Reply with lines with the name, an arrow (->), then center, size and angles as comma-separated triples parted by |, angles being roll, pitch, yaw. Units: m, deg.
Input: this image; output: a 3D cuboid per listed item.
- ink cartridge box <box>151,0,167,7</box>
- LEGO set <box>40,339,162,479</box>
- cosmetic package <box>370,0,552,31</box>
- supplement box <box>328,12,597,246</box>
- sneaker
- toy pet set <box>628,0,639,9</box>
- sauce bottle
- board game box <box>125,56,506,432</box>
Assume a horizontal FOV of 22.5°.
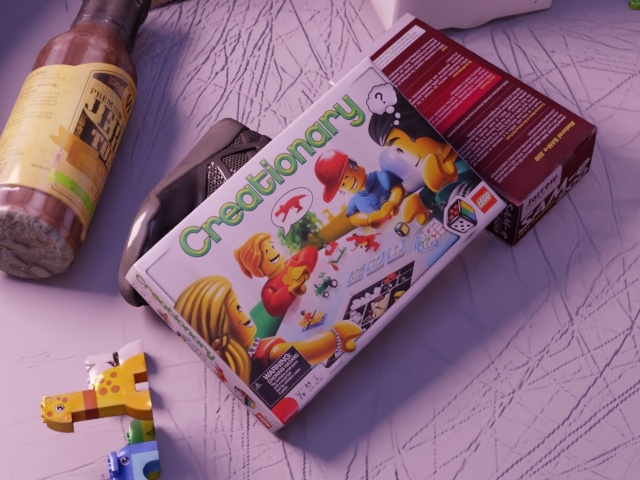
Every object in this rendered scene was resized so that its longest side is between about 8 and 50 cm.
ink cartridge box -> -0.100, -0.368, 1.705 | 0.234, 0.193, 0.088 | -17, 55, -13
LEGO set -> -0.186, 0.172, 1.372 | 0.093, 0.087, 0.227 | -8, 53, -7
cosmetic package -> 0.107, -0.409, 1.762 | 0.196, 0.155, 0.366 | -14, 54, -16
supplement box -> 0.137, -0.113, 1.594 | 0.239, 0.073, 0.130 | 35, 61, 24
sneaker -> -0.091, -0.016, 1.511 | 0.130, 0.087, 0.227 | 21, 51, 22
toy pet set -> 0.328, -0.317, 1.751 | 0.122, 0.065, 0.114 | 8, 54, 5
sauce bottle -> -0.244, -0.127, 1.576 | 0.111, 0.111, 0.344 | 10, 56, 6
board game box -> 0.000, 0.000, 1.459 | 0.193, 0.053, 0.305 | 46, 69, 0
